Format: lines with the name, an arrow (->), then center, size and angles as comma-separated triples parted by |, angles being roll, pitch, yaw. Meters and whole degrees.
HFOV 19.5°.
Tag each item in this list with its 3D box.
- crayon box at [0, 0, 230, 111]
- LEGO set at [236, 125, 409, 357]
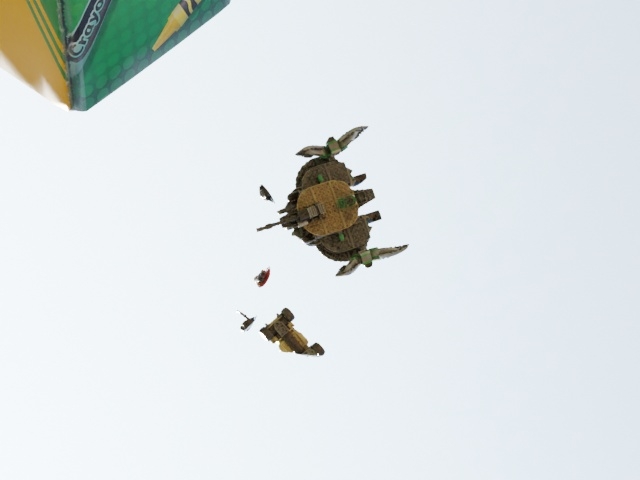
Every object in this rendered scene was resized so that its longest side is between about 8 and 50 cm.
crayon box -> -0.155, -0.182, 0.612 | 0.278, 0.165, 0.081 | 33, -124, 25
LEGO set -> -0.003, 0.000, 0.644 | 0.083, 0.054, 0.023 | -51, -176, -12
